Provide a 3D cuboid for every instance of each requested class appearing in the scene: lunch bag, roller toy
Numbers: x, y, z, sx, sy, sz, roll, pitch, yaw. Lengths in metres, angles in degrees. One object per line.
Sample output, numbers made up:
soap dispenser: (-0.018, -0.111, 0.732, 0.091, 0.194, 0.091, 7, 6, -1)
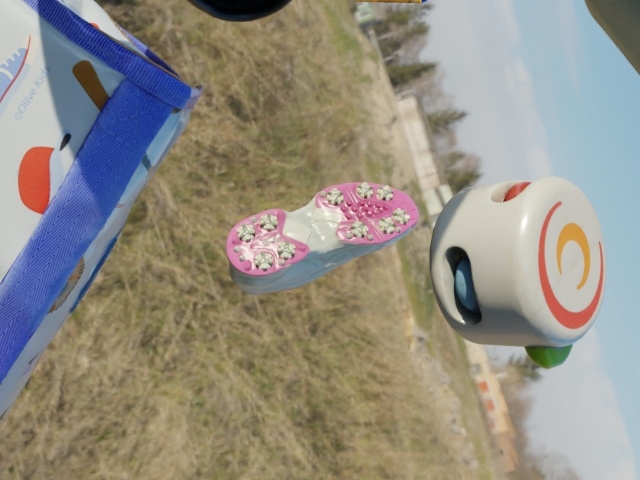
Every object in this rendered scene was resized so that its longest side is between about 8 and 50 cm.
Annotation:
lunch bag: (-0.274, -0.058, 0.682, 0.239, 0.328, 0.385, 28, 8, -44)
roller toy: (0.223, 0.024, 0.983, 0.191, 0.146, 0.209, 37, 62, -37)

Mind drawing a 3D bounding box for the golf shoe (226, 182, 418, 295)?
golf shoe: (0.000, 0.000, 1.296, 0.140, 0.306, 0.115, 106, -35, -58)

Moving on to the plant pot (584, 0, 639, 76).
plant pot: (0.443, -0.317, 0.986, 0.247, 0.248, 0.252, 58, -14, 15)

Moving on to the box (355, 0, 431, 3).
box: (0.137, -0.444, 1.543, 0.081, 0.136, 0.028, -52, 144, -66)

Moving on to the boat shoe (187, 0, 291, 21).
boat shoe: (-0.066, -0.270, 0.532, 0.500, 0.187, 0.156, 95, -14, -86)
